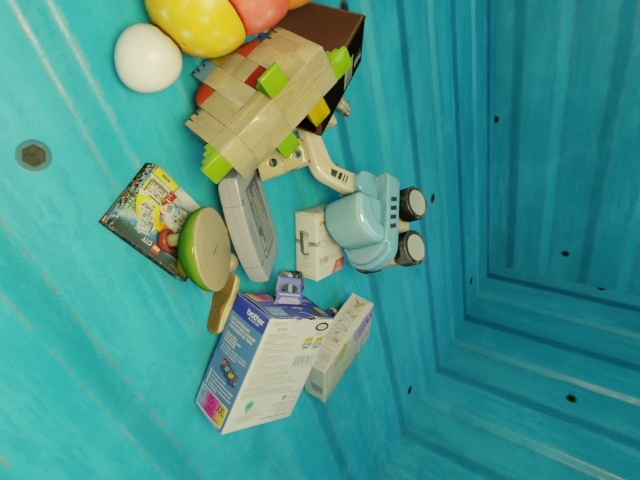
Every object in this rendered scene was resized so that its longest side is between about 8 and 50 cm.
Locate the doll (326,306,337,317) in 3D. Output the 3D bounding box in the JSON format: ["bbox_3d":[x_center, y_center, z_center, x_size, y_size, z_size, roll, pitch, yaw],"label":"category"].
[{"bbox_3d":[-0.008,0.306,1.505,0.189,0.046,0.128,-20,116,-50],"label":"doll"}]

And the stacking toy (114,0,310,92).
[{"bbox_3d":[-0.207,-0.472,0.806,0.479,0.351,0.351,-54,142,-5],"label":"stacking toy"}]

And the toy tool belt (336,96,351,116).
[{"bbox_3d":[0.078,-0.440,1.374,0.083,0.052,0.051,18,94,-55],"label":"toy tool belt"}]

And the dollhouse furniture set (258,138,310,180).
[{"bbox_3d":[-0.116,-0.260,1.080,0.129,0.129,0.183,-103,173,-81],"label":"dollhouse furniture set"}]

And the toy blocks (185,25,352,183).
[{"bbox_3d":[-0.160,-0.318,0.914,0.381,0.261,0.190,-48,148,-4],"label":"toy blocks"}]

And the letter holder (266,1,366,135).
[{"bbox_3d":[-0.038,-0.463,1.122,0.152,0.215,0.301,89,23,-64],"label":"letter holder"}]

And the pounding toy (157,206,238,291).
[{"bbox_3d":[-0.275,0.018,0.939,0.237,0.110,0.182,-54,138,-77],"label":"pounding toy"}]

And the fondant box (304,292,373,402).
[{"bbox_3d":[0.068,0.388,1.546,0.330,0.096,0.238,-48,152,-35],"label":"fondant box"}]

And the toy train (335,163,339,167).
[{"bbox_3d":[0.056,-0.220,1.446,0.024,0.017,0.083,-27,123,-36],"label":"toy train"}]

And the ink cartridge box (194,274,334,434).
[{"bbox_3d":[-0.135,0.294,1.160,0.270,0.151,0.395,14,104,-52],"label":"ink cartridge box"}]

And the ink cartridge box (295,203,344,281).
[{"bbox_3d":[0.000,0.000,1.375,0.159,0.092,0.217,-22,119,-50],"label":"ink cartridge box"}]

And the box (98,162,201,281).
[{"bbox_3d":[-0.339,-0.034,0.936,0.159,0.044,0.233,-61,142,-21],"label":"box"}]

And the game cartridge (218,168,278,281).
[{"bbox_3d":[-0.176,-0.052,1.074,0.198,0.062,0.296,-73,156,-55],"label":"game cartridge"}]

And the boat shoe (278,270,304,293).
[{"bbox_3d":[-0.094,0.184,1.328,0.083,0.065,0.183,1,99,-53],"label":"boat shoe"}]

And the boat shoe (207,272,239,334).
[{"bbox_3d":[-0.247,0.163,1.120,0.059,0.063,0.169,11,102,-57],"label":"boat shoe"}]

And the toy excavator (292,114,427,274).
[{"bbox_3d":[0.094,-0.140,1.257,0.446,0.223,0.431,18,69,-38],"label":"toy excavator"}]
